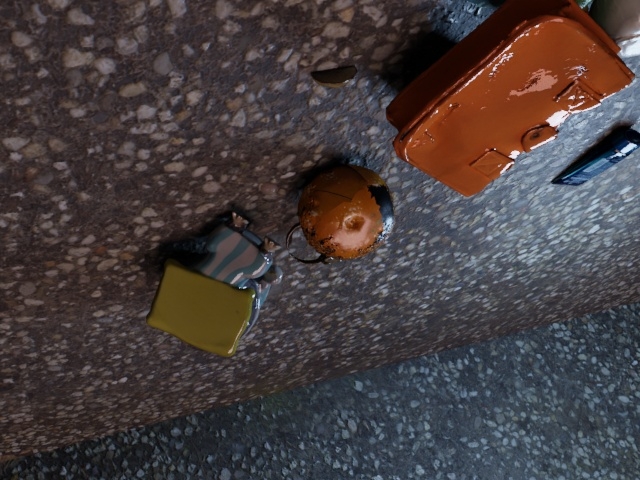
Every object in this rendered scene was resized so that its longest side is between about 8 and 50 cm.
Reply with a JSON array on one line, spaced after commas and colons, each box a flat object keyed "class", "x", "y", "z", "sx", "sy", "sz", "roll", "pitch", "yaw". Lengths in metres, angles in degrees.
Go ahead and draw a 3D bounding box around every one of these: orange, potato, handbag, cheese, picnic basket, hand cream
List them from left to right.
[{"class": "picnic basket", "x": 0.000, "y": 0.000, "z": 1.855, "sx": 0.178, "sy": 0.138, "sz": 0.128, "roll": -8, "pitch": 114, "yaw": -10}, {"class": "potato", "x": 0.027, "y": -0.309, "z": 1.396, "sx": 0.093, "sy": 0.037, "sz": 0.036, "roll": -13, "pitch": 158, "yaw": -16}, {"class": "orange", "x": 0.063, "y": -0.066, "z": 1.698, "sx": 0.234, "sy": 0.234, "sz": 0.182, "roll": -23, "pitch": -163, "yaw": 8}, {"class": "handbag", "x": 0.351, "y": -0.269, "z": 1.381, "sx": 0.303, "sy": 0.116, "sz": 0.410, "roll": 24, "pitch": 132, "yaw": -37}, {"class": "hand cream", "x": 0.801, "y": -0.225, "z": 2.074, "sx": 0.120, "sy": 0.061, "sz": 0.270, "roll": -1, "pitch": 153, "yaw": -30}, {"class": "cheese", "x": 0.621, "y": -0.454, "z": 1.390, "sx": 0.198, "sy": 0.154, "sz": 0.189, "roll": -15, "pitch": 165, "yaw": -1}]

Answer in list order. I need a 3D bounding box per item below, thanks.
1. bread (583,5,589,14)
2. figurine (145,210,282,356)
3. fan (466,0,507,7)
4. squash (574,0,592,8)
[{"class": "bread", "x": 0.465, "y": -0.403, "z": 1.471, "sx": 0.105, "sy": 0.076, "sz": 0.233, "roll": -21, "pitch": 150, "yaw": -25}, {"class": "figurine", "x": -0.243, "y": 0.096, "z": 1.881, "sx": 0.361, "sy": 0.266, "sz": 0.378, "roll": -52, "pitch": -179, "yaw": 8}, {"class": "fan", "x": 0.298, "y": -0.481, "z": 1.281, "sx": 0.131, "sy": 0.009, "sz": 0.240, "roll": -30, "pitch": 152, "yaw": 20}, {"class": "squash", "x": 0.485, "y": -0.488, "z": 1.295, "sx": 0.101, "sy": 0.101, "sz": 0.378, "roll": 7, "pitch": 142, "yaw": -42}]
